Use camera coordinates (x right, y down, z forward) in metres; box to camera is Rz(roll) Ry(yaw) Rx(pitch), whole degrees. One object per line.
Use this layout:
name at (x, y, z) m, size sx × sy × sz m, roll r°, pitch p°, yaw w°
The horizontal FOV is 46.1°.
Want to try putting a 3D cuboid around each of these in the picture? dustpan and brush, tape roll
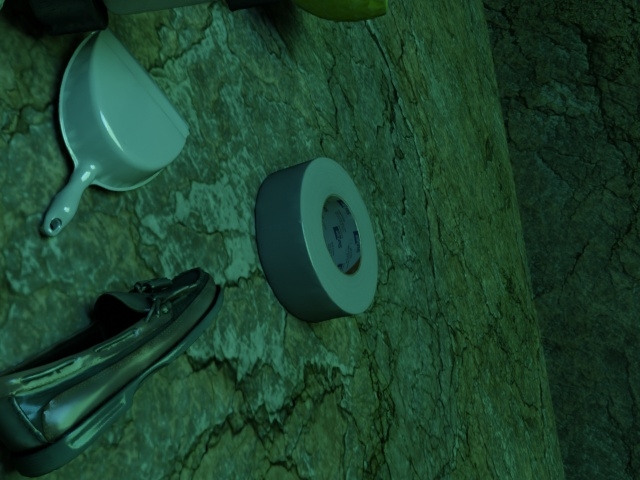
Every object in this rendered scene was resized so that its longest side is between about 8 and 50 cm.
dustpan and brush at (-0.205, -0.085, 0.707) m, size 0.147 × 0.060 × 0.211 m, roll 53°, pitch 28°, yaw -35°
tape roll at (0.000, 0.000, 1.029) m, size 0.219 × 0.072 × 0.219 m, roll 36°, pitch 46°, yaw -51°

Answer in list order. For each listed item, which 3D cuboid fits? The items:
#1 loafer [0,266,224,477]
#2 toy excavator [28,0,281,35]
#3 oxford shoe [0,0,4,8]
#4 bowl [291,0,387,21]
loafer at (-0.171, 0.081, 0.640) m, size 0.084 × 0.096 × 0.267 m, roll 61°, pitch 31°, yaw -15°
toy excavator at (-0.165, -0.435, 0.552) m, size 0.445 × 0.223 × 0.432 m, roll 97°, pitch -16°, yaw -76°
oxford shoe at (-0.294, -0.094, 0.429) m, size 0.130 × 0.169 × 0.449 m, roll 34°, pitch 44°, yaw -23°
bowl at (-0.029, -0.427, 1.056) m, size 0.289 × 0.156 × 0.289 m, roll -21°, pitch 90°, yaw -88°
